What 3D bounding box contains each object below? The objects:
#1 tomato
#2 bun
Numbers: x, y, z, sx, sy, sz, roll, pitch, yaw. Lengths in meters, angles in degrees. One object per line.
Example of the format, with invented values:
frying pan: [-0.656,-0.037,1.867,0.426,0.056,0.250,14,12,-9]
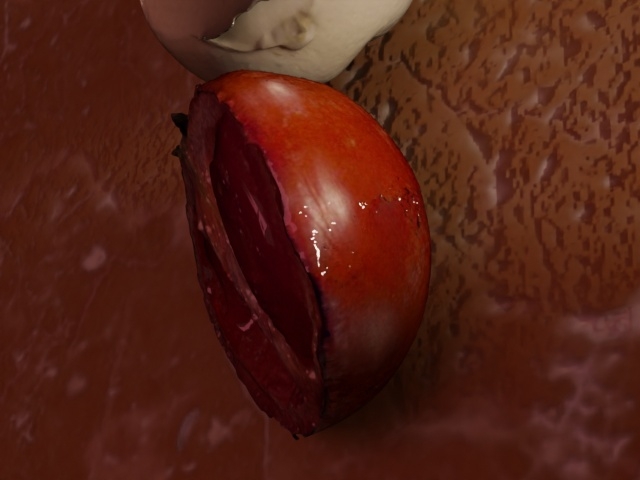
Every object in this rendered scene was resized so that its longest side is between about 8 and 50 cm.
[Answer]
tomato: [0.000,0.000,0.682,0.173,0.099,0.189,63,162,21]
bun: [-0.009,-0.155,0.721,0.173,0.120,0.172,-22,60,43]
